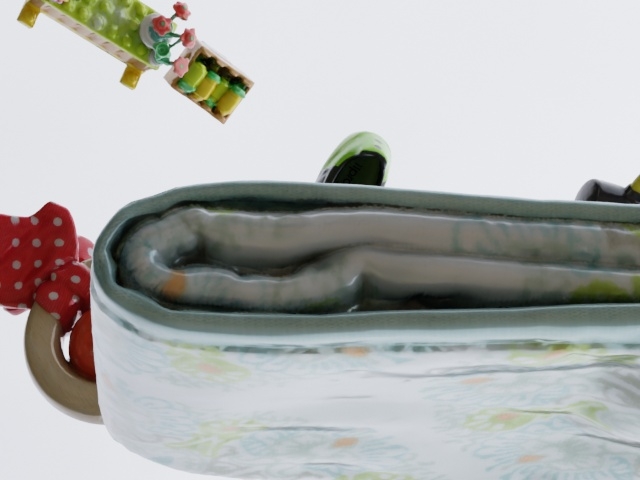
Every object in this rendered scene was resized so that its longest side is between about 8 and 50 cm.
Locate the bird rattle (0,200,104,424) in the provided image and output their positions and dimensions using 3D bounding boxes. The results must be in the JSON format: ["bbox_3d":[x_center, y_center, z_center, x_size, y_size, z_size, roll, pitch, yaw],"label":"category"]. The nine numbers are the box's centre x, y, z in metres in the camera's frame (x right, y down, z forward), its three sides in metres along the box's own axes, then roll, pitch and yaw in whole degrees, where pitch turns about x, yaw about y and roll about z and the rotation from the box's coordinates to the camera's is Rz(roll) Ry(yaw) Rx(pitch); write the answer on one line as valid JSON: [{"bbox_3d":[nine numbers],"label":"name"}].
[{"bbox_3d":[-0.183,0.062,1.712,0.253,0.143,0.207,5,-126,-3],"label":"bird rattle"}]

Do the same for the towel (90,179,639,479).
[{"bbox_3d":[0.059,0.071,1.112,0.374,0.320,0.090,4,-113,-4],"label":"towel"}]

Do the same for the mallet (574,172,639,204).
[{"bbox_3d":[0.248,-0.067,1.319,0.189,0.062,0.039,-50,-153,27],"label":"mallet"}]

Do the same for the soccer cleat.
[{"bbox_3d":[0.000,0.000,1.473,0.060,0.072,0.179,25,-80,-6],"label":"soccer cleat"}]

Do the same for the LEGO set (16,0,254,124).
[{"bbox_3d":[-0.129,-0.190,1.228,0.107,0.132,0.287,-5,-67,57],"label":"LEGO set"}]
